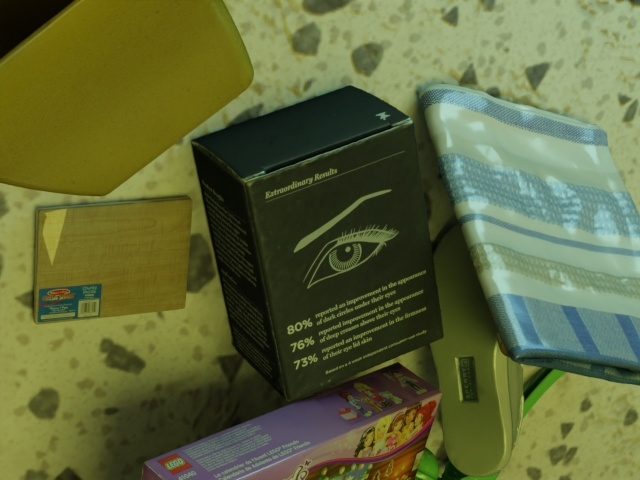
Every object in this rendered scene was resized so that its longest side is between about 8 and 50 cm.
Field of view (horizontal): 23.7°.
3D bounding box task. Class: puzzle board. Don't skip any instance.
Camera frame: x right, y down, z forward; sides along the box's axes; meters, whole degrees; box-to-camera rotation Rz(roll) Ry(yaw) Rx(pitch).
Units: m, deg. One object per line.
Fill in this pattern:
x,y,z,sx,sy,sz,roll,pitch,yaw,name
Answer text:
-0.165,0.015,1.205,0.128,0.011,0.096,-5,114,-27,puzzle board

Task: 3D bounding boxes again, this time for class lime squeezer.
0.110,0.186,1.405,0.310,0.059,0.110,-9,115,-25,lime squeezer

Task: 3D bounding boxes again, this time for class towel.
0.198,-0.007,1.256,0.209,0.285,0.034,12,136,-31,towel

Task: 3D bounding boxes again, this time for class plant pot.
-0.167,-0.153,1.004,0.212,0.212,0.187,-36,145,10,plant pot

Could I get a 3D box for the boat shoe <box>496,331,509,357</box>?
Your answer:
0.220,0.043,1.344,0.277,0.098,0.096,-2,75,-62,boat shoe

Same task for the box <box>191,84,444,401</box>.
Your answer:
0.000,0.000,1.232,0.153,0.108,0.207,-20,118,-20,box

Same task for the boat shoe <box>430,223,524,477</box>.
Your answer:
0.142,0.095,1.370,0.081,0.079,0.228,-8,96,-70,boat shoe

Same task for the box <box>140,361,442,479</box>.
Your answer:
-0.035,0.229,1.235,0.293,0.057,0.201,-16,130,-45,box
